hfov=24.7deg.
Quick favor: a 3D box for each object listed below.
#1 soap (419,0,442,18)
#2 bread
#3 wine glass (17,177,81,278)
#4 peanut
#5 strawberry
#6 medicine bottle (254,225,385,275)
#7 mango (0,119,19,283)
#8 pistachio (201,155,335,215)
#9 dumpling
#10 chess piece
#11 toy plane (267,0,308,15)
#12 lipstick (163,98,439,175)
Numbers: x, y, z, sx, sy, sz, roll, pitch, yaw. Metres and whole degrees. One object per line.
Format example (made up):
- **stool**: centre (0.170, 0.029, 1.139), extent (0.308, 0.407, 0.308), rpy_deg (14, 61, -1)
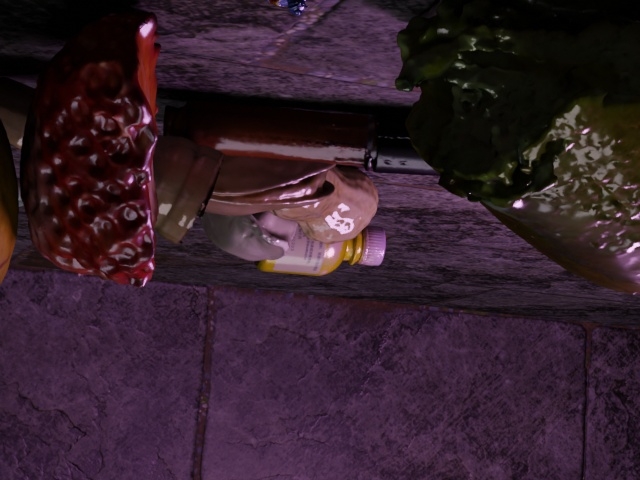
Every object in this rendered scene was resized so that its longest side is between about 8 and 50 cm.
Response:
- **soap**: centre (0.192, -0.182, 1.426), extent (0.198, 0.066, 0.119), rpy_deg (5, 173, -14)
- **bread**: centre (0.260, -0.081, 1.325), extent (0.251, 0.208, 0.376), rpy_deg (-23, 145, 31)
- **wine glass**: centre (-0.472, -0.055, 1.975), extent (0.323, 0.238, 0.238), rpy_deg (-3, 170, 13)
- **peanut**: centre (-0.004, -0.061, 2.093), extent (0.124, 0.123, 0.257), rpy_deg (-2, 172, 29)
- **strawberry**: centre (-0.238, -0.104, 1.502), extent (0.149, 0.265, 0.336), rpy_deg (3, 149, -6)
- **medicine bottle**: centre (0.000, 0.000, 2.476), extent (0.213, 0.121, 0.122), rpy_deg (5, 171, -13)
- **mango**: centre (-0.442, -0.092, 1.419), extent (0.221, 0.301, 0.445), rpy_deg (12, 137, 24)
- **pistachio**: centre (-0.087, -0.090, 1.899), extent (0.226, 0.135, 0.136), rpy_deg (1, 172, -16)
- **dumpling**: centre (-0.113, -0.048, 2.181), extent (0.162, 0.132, 0.250), rpy_deg (28, -168, -25)
- **chess piece**: centre (-0.271, -0.110, 1.725), extent (0.301, 0.137, 0.137), rpy_deg (25, 166, -12)
- **toy plane**: centre (0.010, -0.227, 1.237), extent (0.167, 0.062, 0.054), rpy_deg (-11, 166, 19)
- **lipstick**: centre (0.015, -0.127, 1.812), extent (0.419, 0.077, 0.077), rpy_deg (5, 171, -2)
